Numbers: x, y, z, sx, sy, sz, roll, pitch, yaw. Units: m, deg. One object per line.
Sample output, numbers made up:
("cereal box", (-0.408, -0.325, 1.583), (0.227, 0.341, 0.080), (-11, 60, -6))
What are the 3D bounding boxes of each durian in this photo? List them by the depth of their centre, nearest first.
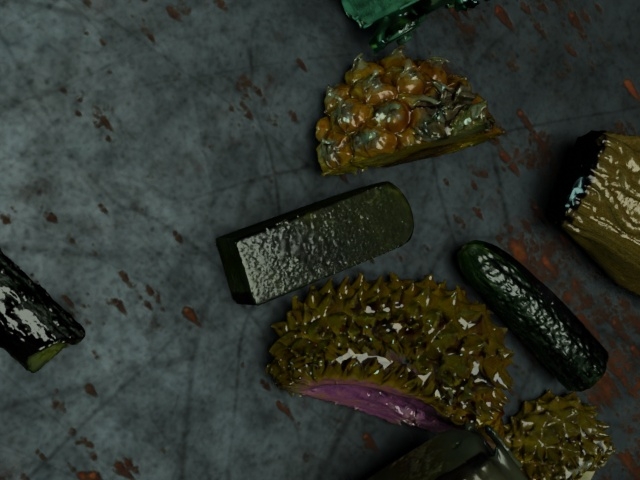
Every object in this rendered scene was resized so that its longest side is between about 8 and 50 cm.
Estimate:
("durian", (0.108, 0.127, 1.223), (0.341, 0.112, 0.191), (20, 84, -19))
("durian", (0.280, 0.279, 1.307), (0.224, 0.078, 0.140), (-37, 102, -19))

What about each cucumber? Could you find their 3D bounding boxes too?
("cucumber", (-0.367, 0.010, 1.058), (0.303, 0.081, 0.072), (48, 30, -10))
("cucumber", (0.260, 0.086, 1.304), (0.241, 0.074, 0.074), (46, 74, -15))

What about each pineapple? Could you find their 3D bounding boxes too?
("pineapple", (0.115, -0.166, 1.207), (0.250, 0.164, 0.139), (-13, 87, -18))

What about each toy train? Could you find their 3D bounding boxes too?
("toy train", (0.148, -0.316, 1.149), (0.202, 0.301, 0.120), (-35, 101, -27))

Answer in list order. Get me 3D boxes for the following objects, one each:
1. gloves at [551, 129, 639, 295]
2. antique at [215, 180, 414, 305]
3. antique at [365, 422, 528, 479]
("gloves", (0.458, -0.016, 1.340), (0.356, 0.155, 0.203), (23, 85, -23))
("antique", (0.000, 0.000, 1.200), (0.221, 0.080, 0.081), (-20, 98, -22))
("antique", (0.098, 0.319, 1.168), (0.284, 0.125, 0.150), (-39, 106, 4))
